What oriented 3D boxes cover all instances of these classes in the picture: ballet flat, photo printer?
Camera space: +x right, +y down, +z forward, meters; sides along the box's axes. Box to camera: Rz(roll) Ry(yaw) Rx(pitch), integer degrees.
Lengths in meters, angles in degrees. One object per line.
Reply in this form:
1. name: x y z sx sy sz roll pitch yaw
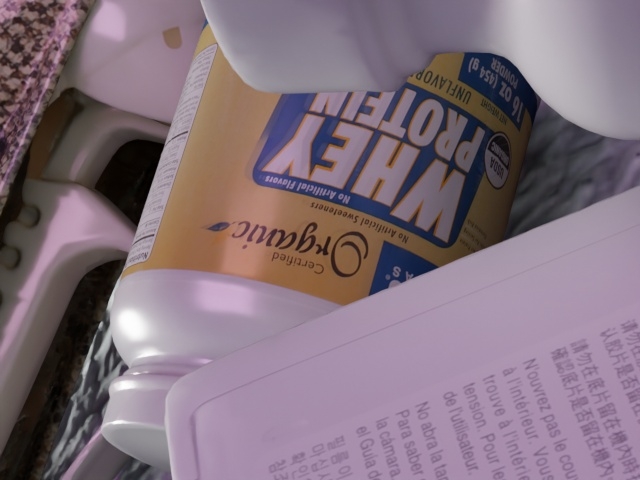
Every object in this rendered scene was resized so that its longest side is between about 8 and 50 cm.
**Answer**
1. ballet flat: -0.119 -0.010 0.819 0.182 0.164 0.483 19 86 27
2. photo printer: 0.119 0.092 0.467 0.307 0.107 0.256 -23 43 6

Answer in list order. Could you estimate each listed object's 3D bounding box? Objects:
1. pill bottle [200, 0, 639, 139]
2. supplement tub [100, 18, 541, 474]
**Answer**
1. pill bottle: 0.154 -0.133 0.451 0.363 0.210 0.210 -2 61 13
2. supplement tub: 0.000 0.000 0.674 0.144 0.144 0.200 -2 65 44
